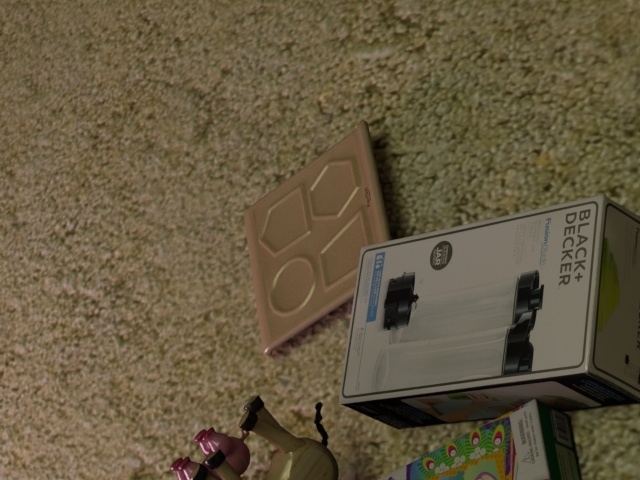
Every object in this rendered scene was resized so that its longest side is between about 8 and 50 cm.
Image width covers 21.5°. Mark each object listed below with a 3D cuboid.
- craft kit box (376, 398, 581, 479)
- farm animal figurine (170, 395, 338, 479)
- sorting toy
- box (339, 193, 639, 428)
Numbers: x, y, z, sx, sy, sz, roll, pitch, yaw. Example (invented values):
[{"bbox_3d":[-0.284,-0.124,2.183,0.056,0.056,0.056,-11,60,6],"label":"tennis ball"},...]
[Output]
[{"bbox_3d":[0.126,0.299,1.464,0.247,0.061,0.250,-35,46,33],"label":"craft kit box"},{"bbox_3d":[-0.121,0.339,1.595,0.330,0.172,0.327,-42,9,35],"label":"farm animal figurine"},{"bbox_3d":[0.000,0.000,1.790,0.208,0.038,0.193,-38,44,32],"label":"sorting toy"},{"bbox_3d":[0.159,0.070,1.532,0.290,0.087,0.169,-11,61,43],"label":"box"}]
